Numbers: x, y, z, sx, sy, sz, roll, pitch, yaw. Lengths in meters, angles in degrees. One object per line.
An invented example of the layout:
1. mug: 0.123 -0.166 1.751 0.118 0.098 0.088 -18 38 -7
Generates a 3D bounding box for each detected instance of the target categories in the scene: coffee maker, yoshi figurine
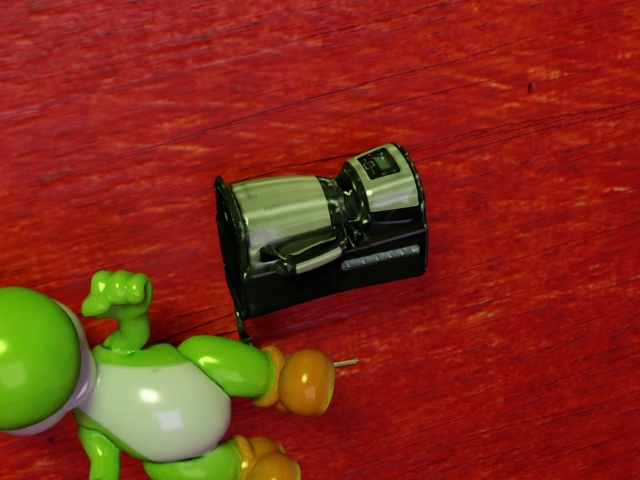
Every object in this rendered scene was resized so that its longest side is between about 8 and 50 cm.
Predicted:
1. coffee maker: 0.000 0.000 0.960 0.178 0.120 0.171 -12 152 -13
2. yoshi figurine: -0.171 0.129 0.871 0.362 0.204 0.203 18 133 -18

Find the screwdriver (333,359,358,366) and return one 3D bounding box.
1. screwdriver: -0.039 0.133 1.058 0.169 0.024 0.025 -12 90 -21
